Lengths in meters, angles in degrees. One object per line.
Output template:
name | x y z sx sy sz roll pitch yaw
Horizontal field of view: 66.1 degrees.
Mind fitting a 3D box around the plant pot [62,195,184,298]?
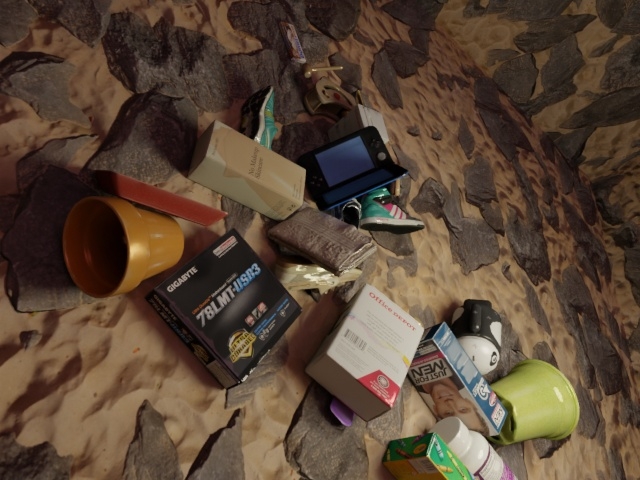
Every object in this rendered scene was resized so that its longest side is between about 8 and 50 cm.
plant pot | -0.407 0.007 1.061 0.188 0.205 0.205 -9 71 -60

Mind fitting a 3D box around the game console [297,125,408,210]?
game console | 0.091 -0.235 1.553 0.173 0.293 0.250 70 -4 -77

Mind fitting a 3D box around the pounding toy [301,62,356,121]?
pounding toy | 0.043 -0.542 1.818 0.269 0.155 0.154 27 45 -28

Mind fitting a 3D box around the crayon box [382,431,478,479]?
crayon box | 0.321 0.654 1.328 0.278 0.165 0.081 50 43 -7

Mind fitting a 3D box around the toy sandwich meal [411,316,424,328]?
toy sandwich meal | 0.315 0.295 1.646 0.085 0.029 0.085 19 52 -27

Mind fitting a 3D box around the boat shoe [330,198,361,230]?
boat shoe | 0.089 -0.096 1.625 0.108 0.102 0.301 31 48 -24

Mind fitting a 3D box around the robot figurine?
robot figurine | 0.544 0.334 1.720 0.209 0.173 0.278 38 45 -15

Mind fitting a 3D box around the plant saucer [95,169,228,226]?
plant saucer | -0.377 -0.094 1.133 0.258 0.259 0.048 21 87 -32

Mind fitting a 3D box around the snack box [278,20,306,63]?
snack box | -0.110 -0.773 1.921 0.064 0.022 0.178 -1 66 -44

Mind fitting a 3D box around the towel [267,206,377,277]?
towel | 0.005 -0.005 1.415 0.282 0.049 0.187 27 40 28

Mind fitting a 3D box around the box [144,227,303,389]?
box | -0.222 0.157 1.215 0.293 0.073 0.295 52 42 -6

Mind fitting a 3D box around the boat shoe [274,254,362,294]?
boat shoe | -0.007 0.104 1.431 0.302 0.109 0.098 4 104 -41

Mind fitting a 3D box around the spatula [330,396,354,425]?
spatula | 0.108 0.397 1.394 0.084 0.030 0.296 50 42 -7

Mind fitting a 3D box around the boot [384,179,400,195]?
boot | 0.155 -0.223 1.693 0.207 0.090 0.248 -9 43 -3

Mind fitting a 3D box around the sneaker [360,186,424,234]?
sneaker | 0.253 -0.121 1.784 0.295 0.124 0.178 6 71 -39

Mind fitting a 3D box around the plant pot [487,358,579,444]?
plant pot | 0.664 0.559 1.653 0.254 0.276 0.276 -4 68 -31

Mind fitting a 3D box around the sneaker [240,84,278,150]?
sneaker | -0.189 -0.379 1.574 0.110 0.107 0.275 39 46 -45

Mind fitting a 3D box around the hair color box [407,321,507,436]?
hair color box | 0.398 0.441 1.523 0.347 0.174 0.105 55 43 -1

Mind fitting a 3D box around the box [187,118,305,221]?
box | -0.204 -0.192 1.405 0.311 0.121 0.148 25 51 -30

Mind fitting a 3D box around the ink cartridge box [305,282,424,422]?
ink cartridge box | 0.131 0.303 1.367 0.226 0.131 0.306 40 41 1

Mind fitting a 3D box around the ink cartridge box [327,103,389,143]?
ink cartridge box | 0.136 -0.380 1.788 0.127 0.176 0.128 8 60 -39

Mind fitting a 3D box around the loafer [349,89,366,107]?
loafer | 0.158 -0.525 1.982 0.062 0.061 0.170 -15 76 -47

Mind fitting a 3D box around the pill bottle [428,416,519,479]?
pill bottle | 0.446 0.668 1.431 0.301 0.169 0.169 50 43 -5
